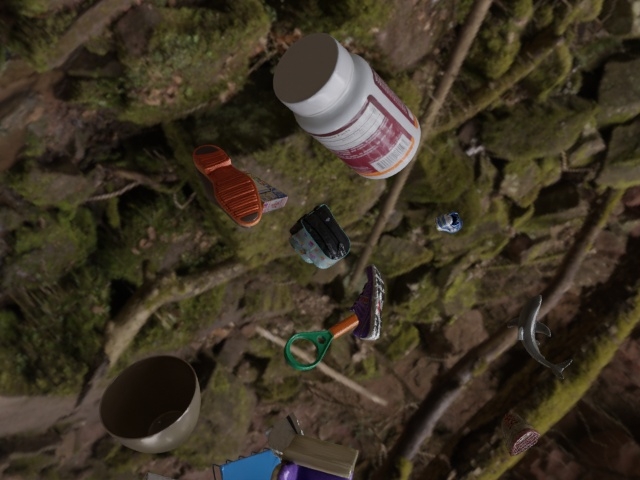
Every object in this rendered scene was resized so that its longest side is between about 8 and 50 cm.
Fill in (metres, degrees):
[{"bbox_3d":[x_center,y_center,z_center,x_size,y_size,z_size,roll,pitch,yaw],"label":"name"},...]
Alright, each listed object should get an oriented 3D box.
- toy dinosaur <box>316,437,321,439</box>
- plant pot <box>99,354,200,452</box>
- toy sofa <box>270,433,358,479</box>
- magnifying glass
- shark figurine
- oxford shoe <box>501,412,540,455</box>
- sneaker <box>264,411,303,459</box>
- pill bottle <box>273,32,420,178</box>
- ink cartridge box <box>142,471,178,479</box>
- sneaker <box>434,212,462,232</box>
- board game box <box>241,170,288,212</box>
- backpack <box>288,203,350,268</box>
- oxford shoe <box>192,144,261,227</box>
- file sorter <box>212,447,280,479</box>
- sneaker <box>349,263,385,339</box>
[{"bbox_3d":[-0.048,0.752,2.231,0.093,0.053,0.183,0,-145,16],"label":"toy dinosaur"},{"bbox_3d":[-0.470,0.504,1.862,0.284,0.284,0.191,-44,139,-30],"label":"plant pot"},{"bbox_3d":[-0.033,0.613,1.332,0.177,0.150,0.362,-21,122,-76],"label":"toy sofa"},{"bbox_3d":[0.006,0.246,1.592,0.231,0.092,0.026,-27,160,-33],"label":"magnifying glass"},{"bbox_3d":[0.712,0.342,2.152,0.166,0.278,0.116,-29,164,37],"label":"shark figurine"},{"bbox_3d":[0.678,0.671,2.232,0.123,0.130,0.348,-34,154,0],"label":"oxford shoe"},{"bbox_3d":[-0.079,0.526,1.621,0.095,0.090,0.235,-20,-169,-10],"label":"sneaker"},{"bbox_3d":[0.071,-0.330,1.607,0.224,0.224,0.392,-44,141,12],"label":"pill bottle"},{"bbox_3d":[-0.352,0.570,1.359,0.135,0.099,0.056,-58,-159,19],"label":"ink cartridge box"},{"bbox_3d":[0.407,-0.056,1.957,0.059,0.053,0.144,-26,167,35],"label":"sneaker"},{"bbox_3d":[-0.227,-0.168,2.159,0.147,0.193,0.045,-21,139,-57],"label":"board game box"},{"bbox_3d":[0.000,0.000,2.129,0.144,0.188,0.166,-46,175,41],"label":"backpack"},{"bbox_3d":[-0.286,-0.149,2.000,0.130,0.363,0.132,-19,142,-22],"label":"oxford shoe"},{"bbox_3d":[-0.203,0.657,1.780,0.170,0.118,0.104,-9,173,-27],"label":"file sorter"},{"bbox_3d":[0.100,0.132,1.398,0.068,0.071,0.169,48,47,-61],"label":"sneaker"}]
